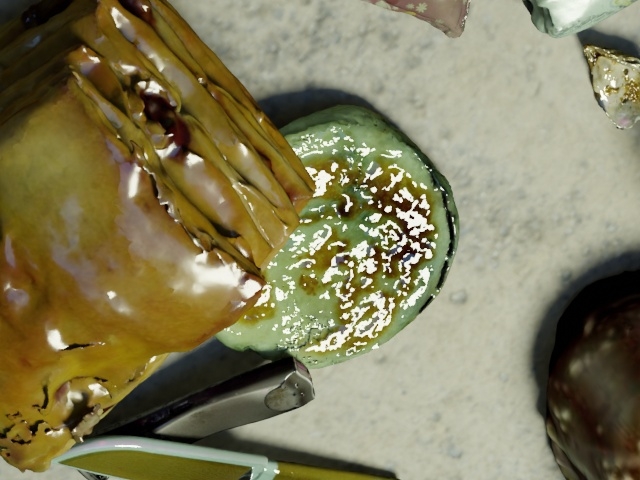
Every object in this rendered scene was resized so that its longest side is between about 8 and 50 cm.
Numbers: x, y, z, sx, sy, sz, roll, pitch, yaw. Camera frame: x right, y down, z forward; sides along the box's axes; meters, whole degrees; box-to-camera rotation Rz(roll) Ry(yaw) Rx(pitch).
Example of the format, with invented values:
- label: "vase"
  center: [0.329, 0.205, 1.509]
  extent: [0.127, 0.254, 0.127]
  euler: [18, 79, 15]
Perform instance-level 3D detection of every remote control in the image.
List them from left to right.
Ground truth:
- label: "remote control"
  center: [-0.107, 0.150, 1.515]
  extent: [0.212, 0.028, 0.059]
  euler: [-22, 139, 8]

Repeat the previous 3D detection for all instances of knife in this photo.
- label: "knife"
  center: [-0.074, 0.202, 1.549]
  extent: [0.343, 0.027, 0.061]
  euler: [14, 138, -34]

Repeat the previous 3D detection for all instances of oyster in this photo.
- label: "oyster"
  center: [0.249, -0.133, 1.503]
  extent: [0.051, 0.034, 0.093]
  euler: [-15, 132, 9]

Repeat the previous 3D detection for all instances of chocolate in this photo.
- label: "chocolate"
  center: [0.340, 0.201, 1.597]
  extent: [0.225, 0.210, 0.340]
  euler: [-27, 120, 0]

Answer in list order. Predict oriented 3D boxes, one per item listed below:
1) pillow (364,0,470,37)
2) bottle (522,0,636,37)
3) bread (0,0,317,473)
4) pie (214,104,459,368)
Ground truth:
- label: "pillow"
  center: [0.050, -0.227, 1.388]
  extent: [0.185, 0.043, 0.118]
  euler: [14, 113, -22]
- label: "bottle"
  center: [0.277, -0.251, 1.423]
  extent: [0.270, 0.083, 0.083]
  euler: [-30, 120, -3]
- label: "bread"
  center: [-0.187, -0.008, 1.328]
  extent: [0.324, 0.167, 0.277]
  euler: [-39, 105, 9]
- label: "pie"
  center: [0.000, 0.000, 1.483]
  extent: [0.241, 0.054, 0.240]
  euler: [-8, 119, -15]
